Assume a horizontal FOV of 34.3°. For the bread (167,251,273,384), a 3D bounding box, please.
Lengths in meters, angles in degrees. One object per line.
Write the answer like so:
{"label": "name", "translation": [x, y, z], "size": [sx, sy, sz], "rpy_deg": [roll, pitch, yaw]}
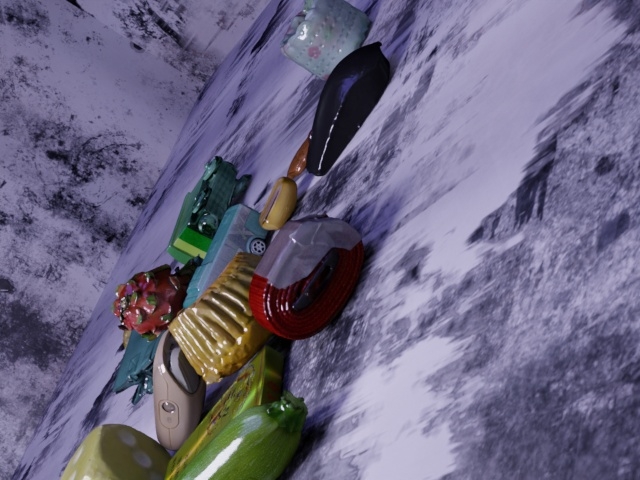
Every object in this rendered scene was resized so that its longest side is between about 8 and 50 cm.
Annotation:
{"label": "bread", "translation": [-0.140, 0.121, 1.738], "size": [0.240, 0.139, 0.240], "rpy_deg": [-47, 1, 1]}

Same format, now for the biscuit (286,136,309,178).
{"label": "biscuit", "translation": [-0.034, -0.190, 2.240], "size": [0.130, 0.019, 0.102], "rpy_deg": [-54, 16, 19]}

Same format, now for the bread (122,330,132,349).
{"label": "bread", "translation": [-0.414, 0.188, 2.550], "size": [0.196, 0.102, 0.138], "rpy_deg": [-51, 15, 30]}

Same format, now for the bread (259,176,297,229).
{"label": "bread", "translation": [-0.079, -0.071, 2.095], "size": [0.115, 0.056, 0.082], "rpy_deg": [-66, 13, -5]}

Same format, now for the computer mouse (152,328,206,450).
{"label": "computer mouse", "translation": [-0.247, 0.264, 1.839], "size": [0.145, 0.082, 0.236], "rpy_deg": [-79, -6, -59]}

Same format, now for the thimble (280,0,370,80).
{"label": "thimble", "translation": [0.011, -0.483, 2.406], "size": [0.185, 0.149, 0.211], "rpy_deg": [-51, 17, 32]}

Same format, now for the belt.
{"label": "belt", "translation": [-0.019, 0.053, 1.560], "size": [0.200, 0.128, 0.124], "rpy_deg": [-59, 17, -5]}

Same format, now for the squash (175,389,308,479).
{"label": "squash", "translation": [-0.140, 0.342, 1.446], "size": [0.395, 0.107, 0.107], "rpy_deg": [-52, 17, 27]}

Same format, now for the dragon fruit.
{"label": "dragon fruit", "translation": [-0.329, 0.113, 2.126], "size": [0.137, 0.135, 0.236], "rpy_deg": [-25, 15, 33]}

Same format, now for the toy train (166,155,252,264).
{"label": "toy train", "translation": [-0.276, -0.078, 2.582], "size": [0.202, 0.120, 0.300], "rpy_deg": [-52, 17, 31]}

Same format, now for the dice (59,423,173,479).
{"label": "dice", "translation": [-0.361, 0.439, 1.817], "size": [0.169, 0.166, 0.169], "rpy_deg": [-54, 17, 19]}

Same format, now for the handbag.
{"label": "handbag", "translation": [-0.319, 0.199, 2.258], "size": [0.269, 0.100, 0.274], "rpy_deg": [-42, 24, 27]}

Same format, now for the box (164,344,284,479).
{"label": "box", "translation": [-0.163, 0.325, 1.653], "size": [0.311, 0.043, 0.173], "rpy_deg": [-51, 17, 25]}

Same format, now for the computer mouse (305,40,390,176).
{"label": "computer mouse", "translation": [0.035, -0.267, 2.049], "size": [0.295, 0.087, 0.168], "rpy_deg": [-57, 19, 14]}

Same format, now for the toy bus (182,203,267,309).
{"label": "toy bus", "translation": [-0.188, 0.054, 2.113], "size": [0.091, 0.109, 0.261], "rpy_deg": [-21, 41, 56]}
